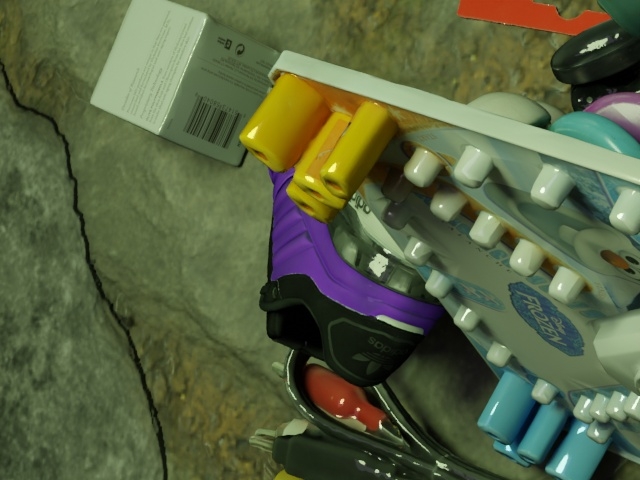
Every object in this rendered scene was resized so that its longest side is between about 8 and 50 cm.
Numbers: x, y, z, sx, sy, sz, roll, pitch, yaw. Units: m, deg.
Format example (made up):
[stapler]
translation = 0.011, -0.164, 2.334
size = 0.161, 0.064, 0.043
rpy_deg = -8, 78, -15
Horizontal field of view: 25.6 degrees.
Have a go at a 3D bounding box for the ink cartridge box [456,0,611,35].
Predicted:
[ink cartridge box]
translation = 0.188, -0.259, 0.953
size = 0.189, 0.066, 0.232
rpy_deg = 17, 86, 38

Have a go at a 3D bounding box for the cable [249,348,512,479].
[cable]
translation = 0.068, 0.149, 0.956
size = 0.287, 0.072, 0.139
rpy_deg = 13, 94, 28

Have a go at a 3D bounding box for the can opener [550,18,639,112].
[can opener]
translation = 0.240, -0.122, 0.882
size = 0.186, 0.073, 0.059
rpy_deg = -17, 81, 19

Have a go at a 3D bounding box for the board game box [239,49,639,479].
[board game box]
translation = 0.186, 0.085, 0.667
size = 0.390, 0.390, 0.050
rpy_deg = 23, 72, 38

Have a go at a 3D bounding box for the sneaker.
[sneaker]
translation = -0.001, 0.000, 0.954
size = 0.146, 0.102, 0.293
rpy_deg = -64, 25, 15

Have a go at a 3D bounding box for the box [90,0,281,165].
[box]
translation = -0.104, -0.127, 1.110
size = 0.087, 0.101, 0.102
rpy_deg = 24, 93, 38

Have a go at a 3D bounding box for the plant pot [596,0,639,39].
[plant pot]
translation = 0.245, -0.243, 0.761
size = 0.255, 0.272, 0.271
rpy_deg = -29, 64, 26

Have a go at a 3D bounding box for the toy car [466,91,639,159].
[toy car]
translation = 0.166, -0.030, 0.842
size = 0.136, 0.182, 0.159
rpy_deg = -36, 80, 17
